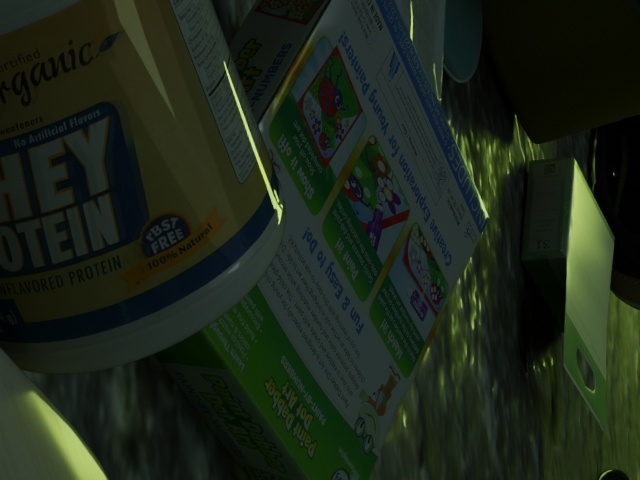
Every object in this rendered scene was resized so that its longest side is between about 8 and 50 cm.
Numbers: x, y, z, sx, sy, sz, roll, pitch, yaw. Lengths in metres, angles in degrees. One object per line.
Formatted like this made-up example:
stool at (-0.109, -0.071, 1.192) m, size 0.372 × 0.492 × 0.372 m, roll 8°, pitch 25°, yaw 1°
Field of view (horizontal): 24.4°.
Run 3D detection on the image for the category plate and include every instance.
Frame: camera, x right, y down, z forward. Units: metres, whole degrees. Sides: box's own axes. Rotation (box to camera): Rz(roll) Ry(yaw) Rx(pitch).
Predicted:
plate at (0.100, -0.226, 1.265) m, size 0.188 × 0.024 × 0.188 m, roll -7°, pitch 90°, yaw -67°

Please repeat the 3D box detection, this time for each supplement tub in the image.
supplement tub at (-0.107, -0.064, 0.575) m, size 0.144 × 0.144 × 0.200 m, roll -64°, pitch 141°, yaw -51°

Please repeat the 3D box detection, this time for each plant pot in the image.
plant pot at (0.258, -0.252, 1.437) m, size 0.187 × 0.212 × 0.212 m, roll 41°, pitch 46°, yaw -39°

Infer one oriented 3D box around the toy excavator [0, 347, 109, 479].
toy excavator at (-0.071, 0.230, 0.567) m, size 0.433 × 0.222 × 0.445 m, roll 32°, pitch 41°, yaw -62°

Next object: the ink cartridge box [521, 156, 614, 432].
ink cartridge box at (0.253, 0.057, 1.513) m, size 0.171 × 0.056 × 0.235 m, roll 51°, pitch 42°, yaw -51°

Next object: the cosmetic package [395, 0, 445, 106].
cosmetic package at (0.044, -0.134, 1.059) m, size 0.099 × 0.060 × 0.239 m, roll 45°, pitch 44°, yaw -57°

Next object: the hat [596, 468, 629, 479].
hat at (0.391, 0.409, 1.651) m, size 0.331 × 0.133 × 0.331 m, roll -7°, pitch 90°, yaw -68°

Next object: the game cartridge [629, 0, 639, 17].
game cartridge at (0.317, -0.280, 1.330) m, size 0.355 × 0.068 × 0.230 m, roll 53°, pitch 40°, yaw -9°

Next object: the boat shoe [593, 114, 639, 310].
boat shoe at (0.431, -0.157, 1.835) m, size 0.156 × 0.186 × 0.500 m, roll 61°, pitch 37°, yaw -54°

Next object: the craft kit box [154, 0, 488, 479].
craft kit box at (0.000, 0.000, 0.854) m, size 0.247 × 0.061 × 0.250 m, roll -64°, pitch 143°, yaw -31°
